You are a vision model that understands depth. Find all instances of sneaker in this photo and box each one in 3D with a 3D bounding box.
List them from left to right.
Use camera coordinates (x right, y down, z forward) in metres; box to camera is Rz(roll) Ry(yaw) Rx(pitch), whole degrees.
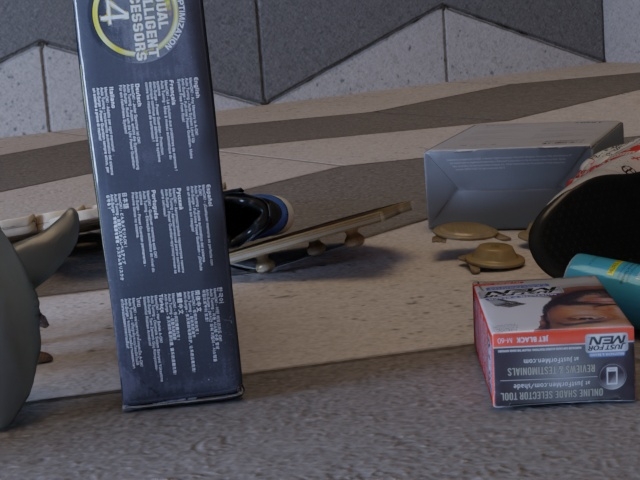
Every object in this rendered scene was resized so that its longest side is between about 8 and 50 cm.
[{"bbox_3d":[-0.109,-0.015,1.547,0.152,0.058,0.084,-9,-5,18],"label":"sneaker"},{"bbox_3d":[0.259,-0.025,1.422,0.270,0.090,0.145,-33,3,-31],"label":"sneaker"}]

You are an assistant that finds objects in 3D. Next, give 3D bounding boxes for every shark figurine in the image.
[{"bbox_3d":[-0.281,-0.015,1.063,0.278,0.166,0.116,29,-23,14],"label":"shark figurine"}]

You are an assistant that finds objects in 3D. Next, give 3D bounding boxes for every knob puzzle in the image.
[{"bbox_3d":[0.000,0.000,1.533,0.213,0.030,0.213,-17,2,1],"label":"knob puzzle"}]

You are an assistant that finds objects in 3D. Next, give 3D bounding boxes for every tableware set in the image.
[{"bbox_3d":[0.192,0.004,1.491,0.169,0.020,0.141,-2,15,-10],"label":"tableware set"}]

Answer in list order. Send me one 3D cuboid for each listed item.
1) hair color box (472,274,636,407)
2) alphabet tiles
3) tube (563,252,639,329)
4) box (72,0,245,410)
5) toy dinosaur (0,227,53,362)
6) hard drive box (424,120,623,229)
[{"bbox_3d":[0.155,0.065,1.066,0.093,0.053,0.167,-3,11,1],"label":"hair color box"},{"bbox_3d":[-0.247,-0.025,1.658,0.284,0.021,0.278,-11,0,-34],"label":"alphabet tiles"},{"bbox_3d":[0.280,0.050,1.140,0.207,0.052,0.080,9,25,31],"label":"tube"},{"bbox_3d":[-0.129,-0.106,1.166,0.097,0.394,0.318,-6,10,-4],"label":"box"},{"bbox_3d":[-0.287,-0.004,1.209,0.127,0.200,0.296,-7,11,-19],"label":"toy dinosaur"},{"bbox_3d":[0.231,-0.075,1.731,0.181,0.089,0.232,0,11,20],"label":"hard drive box"}]
